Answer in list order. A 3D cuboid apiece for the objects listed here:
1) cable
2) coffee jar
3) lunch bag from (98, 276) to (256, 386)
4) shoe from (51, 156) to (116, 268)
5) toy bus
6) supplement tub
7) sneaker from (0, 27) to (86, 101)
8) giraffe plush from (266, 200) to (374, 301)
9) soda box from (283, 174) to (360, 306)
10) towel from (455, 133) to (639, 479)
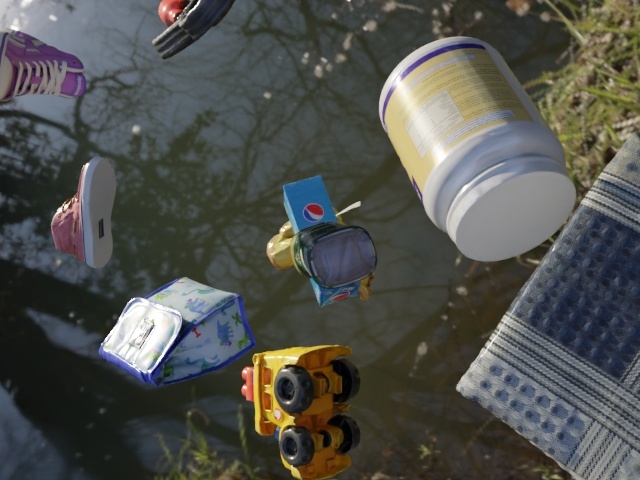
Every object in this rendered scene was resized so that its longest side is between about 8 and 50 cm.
[{"bbox_3d":[-0.140,-0.242,0.892,0.139,0.072,0.287,-42,14,11],"label":"cable"},{"bbox_3d":[0.014,0.018,1.245,0.184,0.096,0.079,-159,51,-79],"label":"coffee jar"},{"bbox_3d":[-0.181,0.117,1.071,0.129,0.151,0.096,13,127,47],"label":"lunch bag"},{"bbox_3d":[-0.348,-0.047,1.260,0.081,0.063,0.178,20,122,19],"label":"shoe"},{"bbox_3d":[-0.052,0.291,1.521,0.211,0.149,0.220,-2,90,42],"label":"toy bus"},{"bbox_3d":[0.257,-0.154,1.448,0.241,0.241,0.331,-41,47,24],"label":"supplement tub"},{"bbox_3d":[-0.465,-0.276,1.420,0.282,0.161,0.102,-104,37,-63],"label":"sneaker"},{"bbox_3d":[0.023,0.038,1.642,0.210,0.170,0.181,-19,20,31],"label":"giraffe plush"},{"bbox_3d":[0.000,0.000,1.473,0.071,0.067,0.210,-16,67,-8],"label":"soda box"},{"bbox_3d":[0.336,0.105,0.781,0.324,0.056,0.312,35,94,27],"label":"towel"}]
